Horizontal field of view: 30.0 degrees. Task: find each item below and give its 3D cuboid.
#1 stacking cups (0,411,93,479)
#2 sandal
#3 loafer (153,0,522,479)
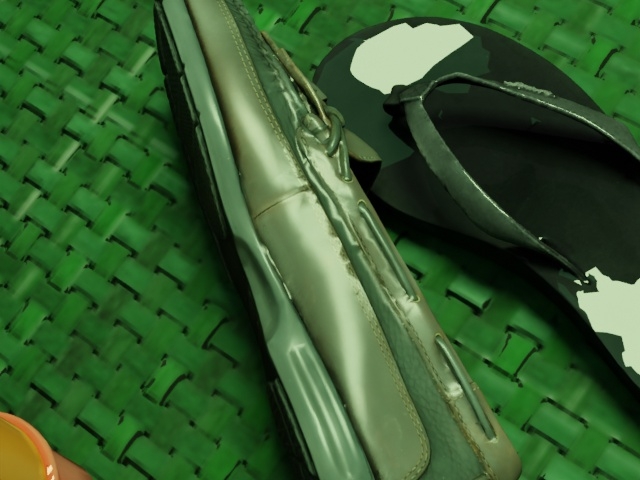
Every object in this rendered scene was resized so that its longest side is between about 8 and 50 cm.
[{"bbox_3d":[-0.157,0.060,0.388,0.096,0.316,0.096,-5,69,14],"label":"stacking cups"},{"bbox_3d":[0.098,-0.023,0.500,0.254,0.054,0.097,40,82,27],"label":"sandal"},{"bbox_3d":[0.000,0.000,0.509,0.084,0.096,0.267,-16,70,-10],"label":"loafer"}]
